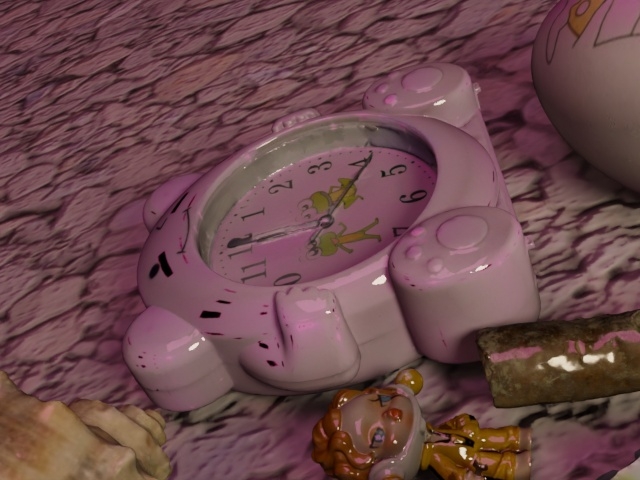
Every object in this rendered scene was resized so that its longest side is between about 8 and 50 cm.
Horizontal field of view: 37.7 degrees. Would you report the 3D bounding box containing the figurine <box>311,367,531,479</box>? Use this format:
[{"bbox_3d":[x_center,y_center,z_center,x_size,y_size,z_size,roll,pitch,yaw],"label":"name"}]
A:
[{"bbox_3d":[0.066,0.133,0.628,0.143,0.068,0.101,-13,42,-7],"label":"figurine"}]

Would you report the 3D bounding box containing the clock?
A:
[{"bbox_3d":[0.000,0.000,0.774,0.322,0.113,0.295,-17,39,10],"label":"clock"}]

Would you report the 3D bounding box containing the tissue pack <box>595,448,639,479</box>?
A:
[{"bbox_3d":[0.071,0.294,0.300,0.388,0.162,0.287,-37,61,-15],"label":"tissue pack"}]

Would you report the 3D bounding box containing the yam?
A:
[{"bbox_3d":[0.240,0.065,0.606,0.274,0.061,0.061,-10,40,10],"label":"yam"}]

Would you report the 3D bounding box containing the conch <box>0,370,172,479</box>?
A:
[{"bbox_3d":[-0.159,0.254,0.496,0.297,0.210,0.352,24,73,17],"label":"conch"}]

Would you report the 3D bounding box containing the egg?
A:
[{"bbox_3d":[0.279,-0.128,0.715,0.196,0.196,0.271,-32,45,-11],"label":"egg"}]
